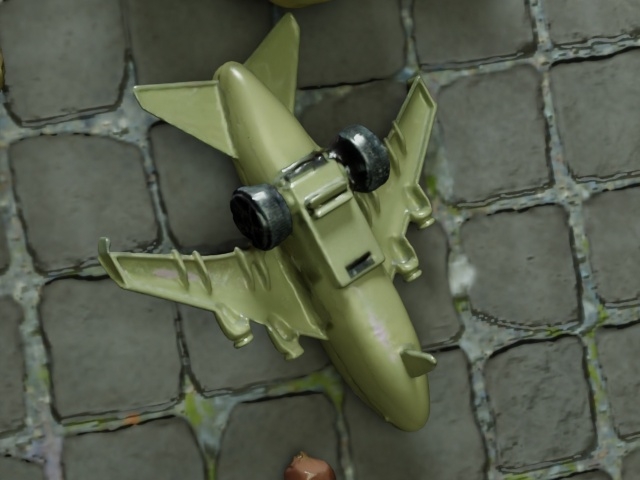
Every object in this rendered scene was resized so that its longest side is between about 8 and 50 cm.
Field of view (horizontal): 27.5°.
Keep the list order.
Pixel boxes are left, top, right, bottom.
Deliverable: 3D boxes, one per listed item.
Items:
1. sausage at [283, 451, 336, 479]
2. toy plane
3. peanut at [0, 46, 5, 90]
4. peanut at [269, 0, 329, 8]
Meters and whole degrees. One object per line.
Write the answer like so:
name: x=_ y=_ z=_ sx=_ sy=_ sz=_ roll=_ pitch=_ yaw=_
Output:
sausage: x=-0.003 y=0.194 z=0.746 sx=0.035 sy=0.030 sz=0.147 roll=-1 pitch=88 yaw=-15
toy plane: x=0.000 y=0.000 z=0.728 sx=0.229 sy=0.092 sz=0.244 roll=-32 pitch=91 yaw=-27
peanut: x=-0.242 y=-0.061 z=0.678 sx=0.174 sy=0.080 sz=0.080 roll=-39 pitch=96 yaw=-13
peanut: x=-0.066 y=-0.273 z=0.701 sx=0.147 sy=0.147 sz=0.319 roll=-28 pitch=96 yaw=-13
